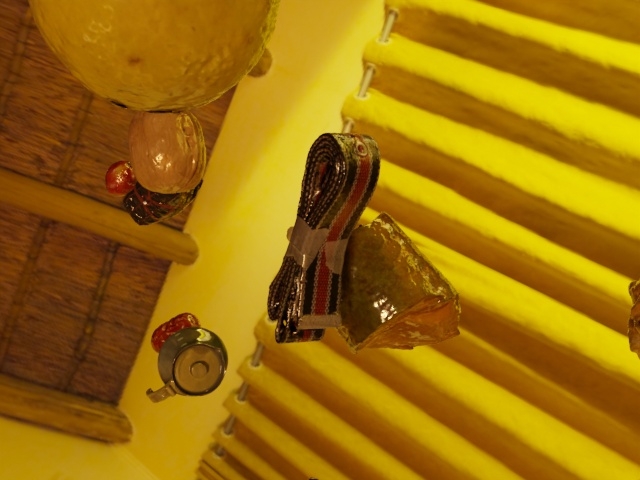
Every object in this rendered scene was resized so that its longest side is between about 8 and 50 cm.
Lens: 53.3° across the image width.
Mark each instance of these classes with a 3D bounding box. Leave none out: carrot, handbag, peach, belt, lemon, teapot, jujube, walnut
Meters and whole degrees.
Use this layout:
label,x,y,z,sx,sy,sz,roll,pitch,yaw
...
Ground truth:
label,x,y,z,sx,sy,sz,roll,pitch,yaw
carrot,0.119,0.103,1.273,0.241,0.341,0.241,-38,-9,-7
handbag,-0.480,-0.147,1.942,0.215,0.155,0.169,-32,4,28
peach,-0.478,-0.148,1.511,0.083,0.077,0.050,-48,-22,10
belt,0.000,0.000,1.009,0.094,0.126,0.360,2,-65,-32
lemon,-0.228,-0.364,0.901,0.349,0.350,0.387,-39,3,-35
teapot,-0.243,0.236,1.158,0.165,0.119,0.130,-39,-77,-14
jujube,-0.452,0.296,2.008,0.176,0.109,0.112,-33,22,23
walnut,-0.321,-0.195,1.339,0.165,0.165,0.197,15,-110,-60

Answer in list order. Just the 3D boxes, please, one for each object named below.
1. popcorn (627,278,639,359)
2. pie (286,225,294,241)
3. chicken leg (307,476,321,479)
label,x,y,z,sx,sy,sz,roll,pitch,yaw
popcorn,0.680,0.175,1.199,0.190,0.253,0.191,-38,-71,11
pie,-0.003,0.022,1.682,0.218,0.185,0.052,30,-96,-39
chicken leg,0.046,0.414,0.875,0.107,0.251,0.087,-57,-18,-33
